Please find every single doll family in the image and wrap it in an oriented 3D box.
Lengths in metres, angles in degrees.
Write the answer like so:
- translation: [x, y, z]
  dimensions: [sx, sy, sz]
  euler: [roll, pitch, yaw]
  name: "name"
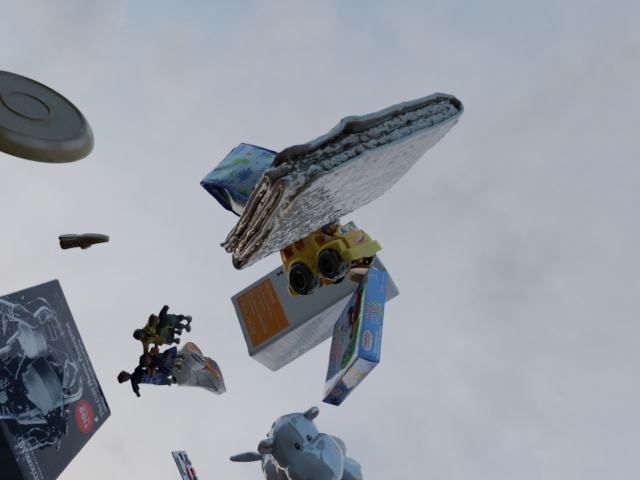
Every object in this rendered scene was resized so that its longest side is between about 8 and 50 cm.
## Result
- translation: [-0.343, 0.228, 0.890]
  dimensions: [0.076, 0.111, 0.192]
  euler: [-4, -104, 41]
  name: "doll family"

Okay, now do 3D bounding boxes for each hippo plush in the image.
- translation: [-0.023, 0.463, 0.945]
  dimensions: [0.294, 0.235, 0.236]
  euler: [37, -46, 36]
  name: "hippo plush"

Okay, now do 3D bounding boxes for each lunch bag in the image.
- translation: [-0.132, -0.112, 0.824]
  dimensions: [0.151, 0.128, 0.096]
  euler: [31, -29, 12]
  name: "lunch bag"

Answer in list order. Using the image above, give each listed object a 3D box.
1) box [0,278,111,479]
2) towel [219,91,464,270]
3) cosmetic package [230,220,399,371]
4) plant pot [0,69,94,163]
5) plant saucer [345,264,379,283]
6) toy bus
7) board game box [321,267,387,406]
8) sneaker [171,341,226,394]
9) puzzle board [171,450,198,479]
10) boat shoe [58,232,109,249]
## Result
- translation: [-0.597, 0.281, 0.818]
  dimensions: [0.179, 0.312, 0.342]
  euler: [-19, -84, -2]
  name: "box"
- translation: [0.025, -0.070, 0.488]
  dimensions: [0.049, 0.282, 0.187]
  euler: [55, -38, 8]
  name: "towel"
- translation: [-0.022, 0.169, 1.312]
  dimensions: [0.454, 0.161, 0.230]
  euler: [-33, -131, 2]
  name: "cosmetic package"
- translation: [-0.515, -0.225, 0.753]
  dimensions: [0.236, 0.236, 0.032]
  euler: [46, -63, 9]
  name: "plant pot"
- translation: [0.095, 0.071, 0.936]
  dimensions: [0.084, 0.083, 0.015]
  euler: [-6, -122, 26]
  name: "plant saucer"
- translation: [0.000, 0.000, 0.992]
  dimensions: [0.220, 0.150, 0.211]
  euler: [-33, -103, 40]
  name: "toy bus"
- translation: [0.056, 0.171, 0.738]
  dimensions: [0.039, 0.160, 0.211]
  euler: [16, -40, -4]
  name: "board game box"
- translation: [-0.394, 0.420, 1.353]
  dimensions: [0.121, 0.099, 0.262]
  euler: [-31, -49, -5]
  name: "sneaker"
- translation: [-0.367, 0.644, 1.200]
  dimensions: [0.011, 0.096, 0.128]
  euler: [-32, -114, -10]
  name: "puzzle board"
- translation: [-0.927, 0.005, 1.699]
  dimensions: [0.064, 0.178, 0.060]
  euler: [-151, -119, -63]
  name: "boat shoe"
